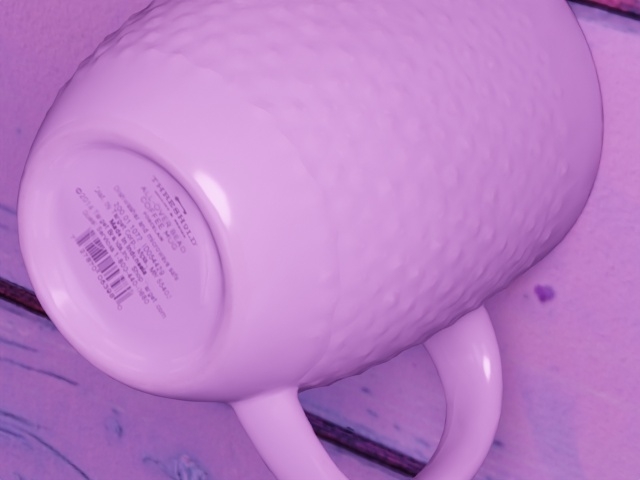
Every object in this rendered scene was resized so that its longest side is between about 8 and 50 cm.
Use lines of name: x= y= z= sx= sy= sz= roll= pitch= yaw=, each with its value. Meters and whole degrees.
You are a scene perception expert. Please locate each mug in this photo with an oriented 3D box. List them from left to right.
mug: x=0.000 y=0.000 z=1.248 sx=0.276 sy=0.328 sz=0.374 roll=-18 pitch=98 yaw=41
